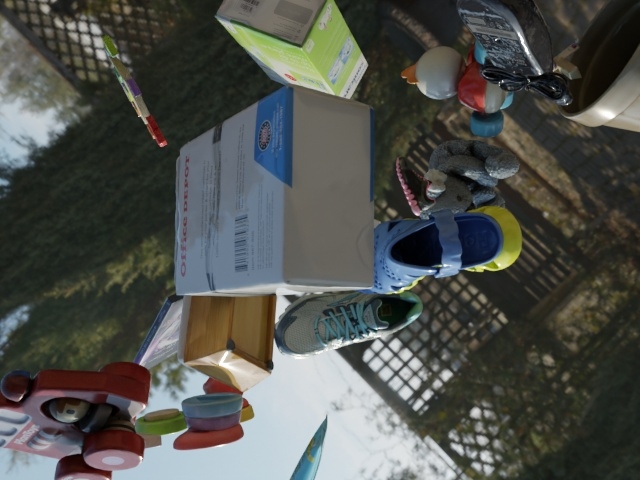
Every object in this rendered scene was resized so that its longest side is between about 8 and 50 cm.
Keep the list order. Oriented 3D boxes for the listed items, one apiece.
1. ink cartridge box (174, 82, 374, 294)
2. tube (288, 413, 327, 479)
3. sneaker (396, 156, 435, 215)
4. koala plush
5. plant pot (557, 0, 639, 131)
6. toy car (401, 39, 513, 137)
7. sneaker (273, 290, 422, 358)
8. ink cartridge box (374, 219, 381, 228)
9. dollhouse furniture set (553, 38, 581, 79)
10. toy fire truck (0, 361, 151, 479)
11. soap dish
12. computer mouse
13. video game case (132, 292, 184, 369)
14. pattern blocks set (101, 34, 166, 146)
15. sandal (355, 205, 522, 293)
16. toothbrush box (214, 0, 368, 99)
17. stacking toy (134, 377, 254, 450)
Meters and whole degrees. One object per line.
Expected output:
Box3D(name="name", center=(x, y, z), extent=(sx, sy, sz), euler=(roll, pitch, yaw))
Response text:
Box3D(name="ink cartridge box", center=(-0.093, -0.054, 1.077), extent=(0.166, 0.285, 0.395), euler=(6, 171, -34))
Box3D(name="tube", center=(-0.019, 0.455, 1.340), extent=(0.052, 0.207, 0.080), euler=(16, -146, -5))
Box3D(name="sneaker", center=(0.184, -0.110, 1.241), extent=(0.047, 0.057, 0.119), euler=(2, -114, -77))
Box3D(name="koala plush", center=(0.286, -0.107, 1.431), extent=(0.203, 0.221, 0.196), euler=(32, 142, 26))
Box3D(name="plant pot", center=(0.734, -0.364, 1.413), extent=(0.280, 0.323, 0.323), euler=(22, -175, -8))
Box3D(name="toy car", center=(0.298, -0.375, 1.413), extent=(0.238, 0.210, 0.219), euler=(13, 140, 20))
Box3D(name="sneaker", center=(0.054, 0.134, 1.151), extent=(0.122, 0.283, 0.110), euler=(-18, 87, 65))
Box3D(name="ink cartridge box", center=(0.000, 0.000, 1.739), extent=(0.273, 0.198, 0.115), euler=(20, 176, -9))
Box3D(name="dollhouse furniture set", center=(0.579, -0.400, 1.463), extent=(0.091, 0.081, 0.114), euler=(46, -168, -39))
Box3D(name="toy fire truck", center=(-0.452, 0.311, 1.135), extent=(0.254, 0.302, 0.169), euler=(24, -138, -32))
Box3D(name="soap dish", center=(-0.183, 0.146, 1.354), extent=(0.229, 0.118, 0.290), euler=(46, -140, -53))
Box3D(name="computer mouse", center=(0.309, -0.334, 1.044), extent=(0.188, 0.072, 0.272), euler=(34, 179, 41))
Box3D(name="video game case", center=(-0.383, 0.225, 1.684), extent=(0.026, 0.274, 0.196), euler=(40, -154, 13))
Box3D(name="pattern blocks set", center=(-0.481, -0.380, 1.640), extent=(0.325, 0.026, 0.285), euler=(42, 158, 60))
Box3D(name="sandal", center=(0.143, 0.014, 1.017), extent=(0.138, 0.317, 0.126), euler=(-2, -104, -48))
Box3D(name="toothbrush box", center=(-0.048, -0.404, 1.314), extent=(0.206, 0.122, 0.283), euler=(27, 179, 21))
Box3D(name="stacking toy", center=(-0.299, 0.373, 1.469), extent=(0.309, 0.280, 0.130), euler=(135, 130, -86))
